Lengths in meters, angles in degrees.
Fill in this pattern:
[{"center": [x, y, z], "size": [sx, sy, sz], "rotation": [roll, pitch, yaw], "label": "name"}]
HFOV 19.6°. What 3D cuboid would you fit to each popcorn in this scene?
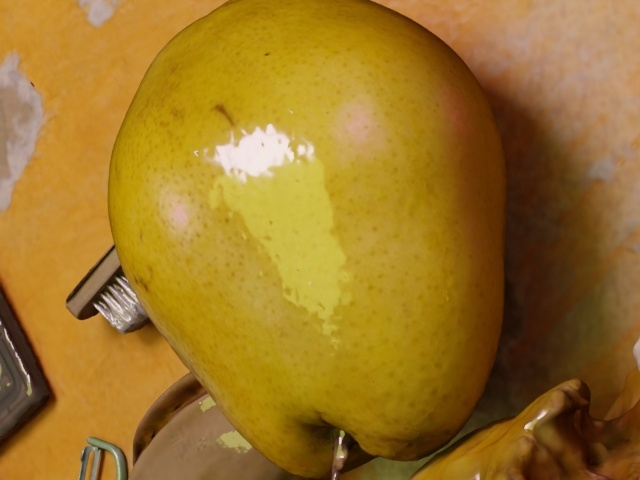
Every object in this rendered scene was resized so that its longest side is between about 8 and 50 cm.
[{"center": [0.160, 0.191, 1.175], "size": [0.190, 0.191, 0.253], "rotation": [54, 132, 4], "label": "popcorn"}]

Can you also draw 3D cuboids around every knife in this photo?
[{"center": [-0.188, 0.271, 1.528], "size": [0.054, 0.015, 0.212], "rotation": [12, 93, 28], "label": "knife"}]

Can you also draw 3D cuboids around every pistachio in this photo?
[{"center": [-0.067, 0.158, 1.393], "size": [0.206, 0.131, 0.129], "rotation": [-39, 21, 32], "label": "pistachio"}]

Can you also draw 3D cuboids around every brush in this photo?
[{"center": [-0.082, -0.041, 1.450], "size": [0.065, 0.070, 0.327], "rotation": [45, 111, 10], "label": "brush"}]

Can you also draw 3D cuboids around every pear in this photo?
[{"center": [-0.002, -0.011, 1.241], "size": [0.285, 0.285, 0.336], "rotation": [-50, 31, 22], "label": "pear"}]

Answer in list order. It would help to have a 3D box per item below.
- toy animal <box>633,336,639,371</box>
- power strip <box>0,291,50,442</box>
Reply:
[{"center": [0.342, 0.130, 1.064], "size": [0.308, 0.188, 0.266], "rotation": [10, 89, 38], "label": "toy animal"}, {"center": [-0.384, 0.100, 1.633], "size": [0.251, 0.092, 0.257], "rotation": [-39, 69, 23], "label": "power strip"}]
